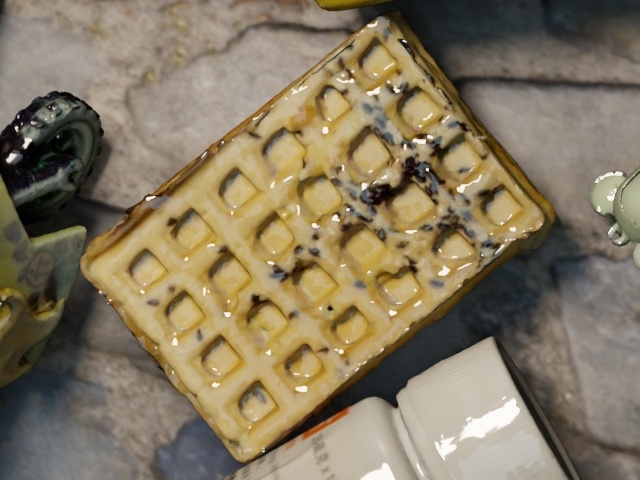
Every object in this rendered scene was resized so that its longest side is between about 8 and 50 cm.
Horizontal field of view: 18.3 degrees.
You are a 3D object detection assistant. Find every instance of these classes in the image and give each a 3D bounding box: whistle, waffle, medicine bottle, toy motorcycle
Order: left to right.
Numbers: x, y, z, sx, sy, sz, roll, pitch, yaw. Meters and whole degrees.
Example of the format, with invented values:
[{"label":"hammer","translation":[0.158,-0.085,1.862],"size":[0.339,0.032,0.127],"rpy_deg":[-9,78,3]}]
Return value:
[{"label":"toy motorcycle","translation":[-0.335,0.051,1.811],"size":[0.169,0.237,0.410],"rpy_deg":[31,106,31]},{"label":"waffle","translation":[0.000,0.000,1.801],"size":[0.376,0.114,0.261],"rpy_deg":[-38,87,13]},{"label":"medicine bottle","translation":[0.040,0.256,1.758],"size":[0.371,0.211,0.211],"rpy_deg":[-30,89,5]},{"label":"whistle","translation":[0.350,-0.069,1.744],"size":[0.236,0.077,0.114],"rpy_deg":[-37,60,7]}]

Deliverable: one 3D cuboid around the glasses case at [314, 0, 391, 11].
[{"label":"glasses case","translation":[0.161,-0.292,1.697],"size":[0.371,0.173,0.141],"rpy_deg":[-9,96,9]}]
